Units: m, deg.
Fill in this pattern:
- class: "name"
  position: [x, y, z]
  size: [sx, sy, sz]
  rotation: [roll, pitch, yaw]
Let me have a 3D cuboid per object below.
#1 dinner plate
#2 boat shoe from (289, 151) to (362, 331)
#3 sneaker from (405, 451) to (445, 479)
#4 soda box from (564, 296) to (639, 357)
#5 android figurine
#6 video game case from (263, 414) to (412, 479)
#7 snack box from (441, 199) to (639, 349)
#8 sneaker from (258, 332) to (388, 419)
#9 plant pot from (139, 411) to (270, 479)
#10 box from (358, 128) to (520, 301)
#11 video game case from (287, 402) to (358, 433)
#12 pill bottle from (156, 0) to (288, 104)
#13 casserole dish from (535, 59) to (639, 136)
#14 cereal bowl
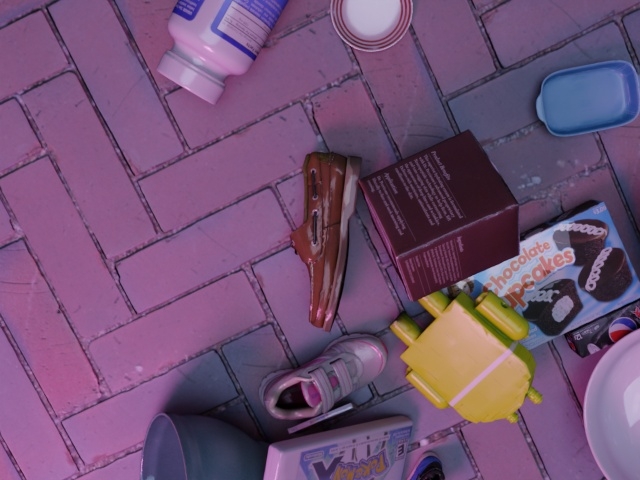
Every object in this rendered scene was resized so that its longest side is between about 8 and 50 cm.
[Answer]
- class: "dinner plate"
  position: [0.087, -0.395, 1.199]
  size: [0.141, 0.017, 0.141]
  rotation: [0, 99, -1]
- class: "boat shoe"
  position: [0.000, 0.000, 1.215]
  size: [0.104, 0.111, 0.308]
  rotation: [8, 88, 2]
- class: "sneaker"
  position: [0.182, 0.471, 1.283]
  size: [0.058, 0.084, 0.152]
  rotation: [26, 97, -4]
- class: "soda box"
  position: [0.524, 0.145, 1.254]
  size: [0.168, 0.060, 0.053]
  rotation: [-27, 98, 3]
- class: "android figurine"
  position: [0.253, 0.201, 1.204]
  size: [0.272, 0.056, 0.248]
  rotation: [41, 123, 9]
- class: "video game case"
  position: [0.020, 0.466, 1.201]
  size: [0.328, 0.036, 0.300]
  rotation: [3, 101, -45]
- class: "snack box"
  position: [0.383, 0.080, 1.244]
  size: [0.321, 0.060, 0.187]
  rotation: [-26, 97, 3]
- class: "sneaker"
  position: [0.007, 0.253, 1.239]
  size: [0.252, 0.111, 0.103]
  rotation: [-29, 97, 3]
- class: "plant pot"
  position: [-0.179, 0.440, 1.200]
  size: [0.196, 0.293, 0.293]
  rotation: [4, 99, -29]
- class: "box"
  position: [0.195, -0.036, 1.142]
  size: [0.203, 0.167, 0.169]
  rotation: [-24, 56, 2]
- class: "video game case"
  position: [0.006, 0.322, 1.263]
  size: [0.121, 0.087, 0.011]
  rotation: [-23, 72, 3]
- class: "pill bottle"
  position: [-0.152, -0.366, 1.133]
  size: [0.152, 0.152, 0.272]
  rotation: [31, 97, -4]
- class: "casserole dish"
  position: [0.462, -0.245, 1.213]
  size: [0.188, 0.037, 0.114]
  rotation: [-11, 97, 0]
- class: "cereal bowl"
  position: [0.631, 0.301, 1.170]
  size: [0.338, 0.141, 0.339]
  rotation: [-9, 76, 38]
